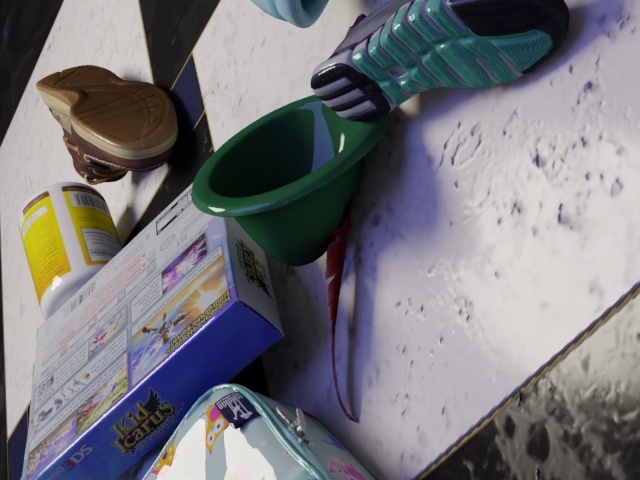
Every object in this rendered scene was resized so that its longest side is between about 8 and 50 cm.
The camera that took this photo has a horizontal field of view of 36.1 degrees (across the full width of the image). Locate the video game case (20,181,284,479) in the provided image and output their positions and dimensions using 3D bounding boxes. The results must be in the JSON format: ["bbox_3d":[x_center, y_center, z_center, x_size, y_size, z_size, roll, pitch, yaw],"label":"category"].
[{"bbox_3d":[-0.162,0.085,0.915,0.269,0.061,0.244,-41,29,14],"label":"video game case"}]

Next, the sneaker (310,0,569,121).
[{"bbox_3d":[0.085,-0.161,0.714,0.223,0.083,0.098,-9,48,47],"label":"sneaker"}]

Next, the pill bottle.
[{"bbox_3d":[-0.298,0.036,1.221,0.117,0.117,0.215,-57,44,32],"label":"pill bottle"}]

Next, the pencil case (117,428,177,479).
[{"bbox_3d":[-0.159,0.196,0.957,0.273,0.113,0.124,17,97,59],"label":"pencil case"}]

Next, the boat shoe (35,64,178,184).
[{"bbox_3d":[-0.270,-0.134,1.270,0.342,0.123,0.123,29,136,50],"label":"boat shoe"}]

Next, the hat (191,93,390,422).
[{"bbox_3d":[0.000,0.000,0.844,0.173,0.184,0.208,9,45,48],"label":"hat"}]

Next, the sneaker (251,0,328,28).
[{"bbox_3d":[0.053,-0.334,0.805,0.150,0.135,0.366,48,121,17],"label":"sneaker"}]

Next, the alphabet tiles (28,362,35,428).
[{"bbox_3d":[-0.344,0.211,1.356,0.342,0.011,0.285,-32,53,50],"label":"alphabet tiles"}]

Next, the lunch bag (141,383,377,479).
[{"bbox_3d":[-0.071,0.255,0.733,0.279,0.108,0.224,-56,33,1],"label":"lunch bag"}]
